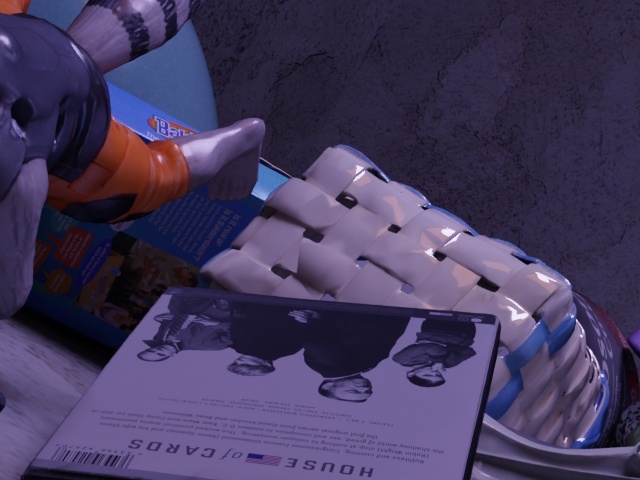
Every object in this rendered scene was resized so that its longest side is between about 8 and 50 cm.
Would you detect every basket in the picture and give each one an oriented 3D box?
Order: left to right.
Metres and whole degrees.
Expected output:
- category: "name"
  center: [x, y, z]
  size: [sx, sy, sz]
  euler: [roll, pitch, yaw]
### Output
- category: "basket"
  center: [0.051, 0.104, 1.091]
  size: [0.255, 0.201, 0.289]
  euler: [33, -32, 24]

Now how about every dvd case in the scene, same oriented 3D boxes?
- category: "dvd case"
  center: [-0.015, 0.077, 0.836]
  size: [0.179, 0.029, 0.238]
  euler: [5, 19, 9]

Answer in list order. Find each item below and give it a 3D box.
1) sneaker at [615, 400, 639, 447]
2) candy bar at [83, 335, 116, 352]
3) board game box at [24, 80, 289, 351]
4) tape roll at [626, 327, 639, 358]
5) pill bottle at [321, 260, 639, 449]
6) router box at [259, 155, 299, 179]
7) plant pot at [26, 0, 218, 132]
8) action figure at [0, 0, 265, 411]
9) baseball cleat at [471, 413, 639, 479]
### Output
- category: "sneaker"
  center: [0.274, 0.212, 1.430]
  size: [0.182, 0.158, 0.410]
  euler: [59, 4, 20]
- category: "candy bar"
  center: [-0.130, 0.075, 1.279]
  size: [0.161, 0.018, 0.040]
  euler: [29, 4, -30]
- category: "board game box"
  center: [-0.118, -0.003, 1.193]
  size: [0.210, 0.160, 0.047]
  euler: [29, 28, -15]
- category: "tape roll"
  center: [0.379, 0.157, 1.511]
  size: [0.275, 0.090, 0.275]
  euler: [48, 4, -4]
- category: "pill bottle"
  center: [0.124, 0.111, 1.464]
  size: [0.210, 0.210, 0.363]
  euler: [32, 3, 23]
- category: "router box"
  center: [0.000, 0.000, 1.773]
  size: [0.309, 0.081, 0.243]
  euler: [31, 0, -11]
- category: "plant pot"
  center: [-0.204, -0.127, 1.374]
  size: [0.290, 0.195, 0.290]
  euler: [11, 2, 0]
- category: "action figure"
  center: [-0.182, -0.106, 0.875]
  size: [0.341, 0.178, 0.330]
  euler: [54, 23, -1]
- category: "baseball cleat"
  center: [0.100, 0.137, 0.900]
  size: [0.206, 0.072, 0.109]
  euler: [11, -43, 14]
